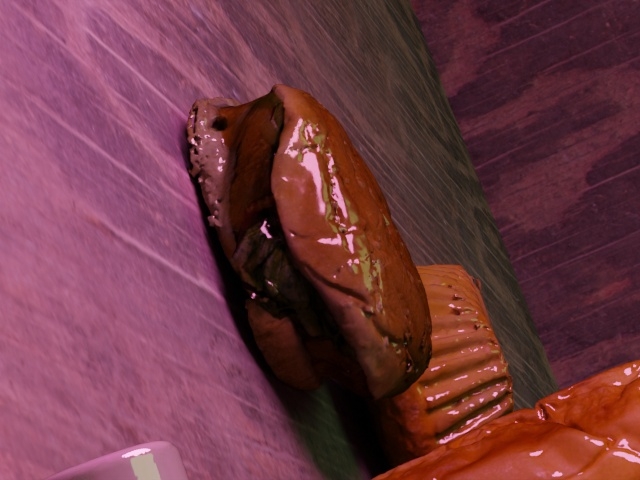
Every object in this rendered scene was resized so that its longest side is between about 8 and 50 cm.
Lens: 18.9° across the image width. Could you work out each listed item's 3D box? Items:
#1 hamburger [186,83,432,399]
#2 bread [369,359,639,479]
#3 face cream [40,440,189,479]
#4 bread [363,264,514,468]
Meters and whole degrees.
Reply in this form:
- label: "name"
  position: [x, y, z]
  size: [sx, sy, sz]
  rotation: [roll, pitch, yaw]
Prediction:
- label: "hamburger"
  position: [-0.001, -0.001, 1.579]
  size: [0.265, 0.134, 0.285]
  rotation: [-1, 71, -77]
- label: "bread"
  position: [0.165, 0.217, 1.513]
  size: [0.167, 0.294, 0.132]
  rotation: [60, 7, -46]
- label: "face cream"
  position: [-0.056, 0.251, 0.880]
  size: [0.092, 0.092, 0.311]
  rotation: [23, 46, -75]
- label: "bread"
  position: [0.105, 0.130, 1.784]
  size: [0.240, 0.139, 0.240]
  rotation: [-17, 90, -87]
